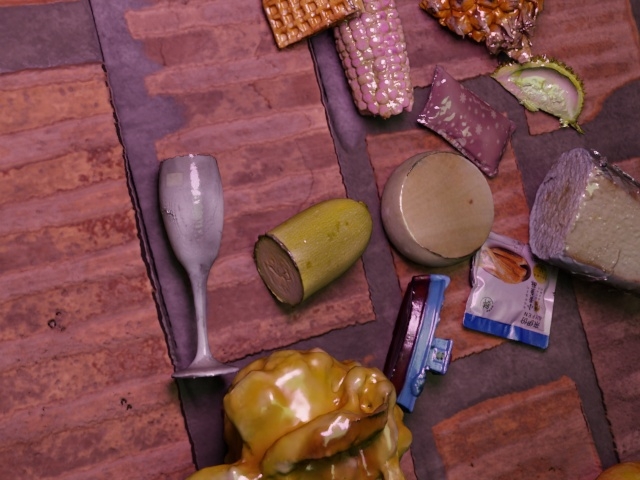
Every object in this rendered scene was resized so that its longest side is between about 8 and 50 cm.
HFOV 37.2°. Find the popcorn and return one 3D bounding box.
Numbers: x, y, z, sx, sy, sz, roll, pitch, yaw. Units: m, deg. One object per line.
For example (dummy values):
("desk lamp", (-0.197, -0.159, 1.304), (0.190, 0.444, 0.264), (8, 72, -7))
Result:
("popcorn", (-0.032, 0.303, 1.312), (0.321, 0.290, 0.326), (6, 124, 3))

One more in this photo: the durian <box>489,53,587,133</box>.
("durian", (0.399, -0.266, 1.654), (0.215, 0.086, 0.100), (28, 108, -16))

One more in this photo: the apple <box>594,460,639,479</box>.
("apple", (0.538, 0.464, 1.578), (0.196, 0.196, 0.196), (2, 84, -23))

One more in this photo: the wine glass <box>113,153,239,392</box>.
("wine glass", (-0.193, 0.032, 1.268), (0.096, 0.264, 0.310), (-5, 87, 12))

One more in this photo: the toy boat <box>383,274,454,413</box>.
("toy boat", (0.162, 0.159, 1.481), (0.097, 0.100, 0.223), (19, 80, -11))

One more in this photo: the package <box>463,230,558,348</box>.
("package", (0.323, 0.081, 1.600), (0.171, 0.027, 0.173), (16, 75, -21))

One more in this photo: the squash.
("squash", (0.000, 0.000, 1.422), (0.186, 0.123, 0.123), (-35, 99, -27))

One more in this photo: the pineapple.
("pineapple", (0.307, -0.382, 1.553), (0.249, 0.140, 0.164), (-4, 65, -25))

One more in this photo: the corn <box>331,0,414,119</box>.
("corn", (0.070, -0.354, 1.483), (0.126, 0.126, 0.335), (-20, 95, -24))

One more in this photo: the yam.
("yam", (0.495, -0.022, 1.595), (0.271, 0.201, 0.202), (21, 101, -13))

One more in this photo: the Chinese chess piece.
("Chinese chess piece", (0.187, -0.050, 1.527), (0.188, 0.083, 0.188), (4, 80, -23))

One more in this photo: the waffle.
("waffle", (-0.015, -0.361, 1.434), (0.042, 0.148, 0.102), (-29, 99, -56))

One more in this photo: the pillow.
("pillow", (0.246, -0.199, 1.584), (0.185, 0.043, 0.118), (31, 72, -18))
